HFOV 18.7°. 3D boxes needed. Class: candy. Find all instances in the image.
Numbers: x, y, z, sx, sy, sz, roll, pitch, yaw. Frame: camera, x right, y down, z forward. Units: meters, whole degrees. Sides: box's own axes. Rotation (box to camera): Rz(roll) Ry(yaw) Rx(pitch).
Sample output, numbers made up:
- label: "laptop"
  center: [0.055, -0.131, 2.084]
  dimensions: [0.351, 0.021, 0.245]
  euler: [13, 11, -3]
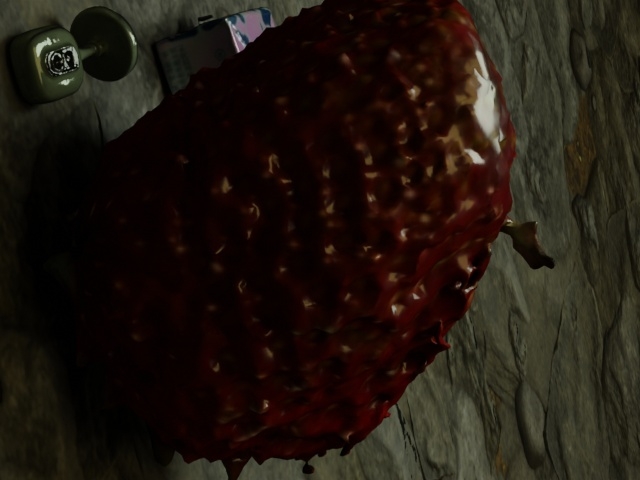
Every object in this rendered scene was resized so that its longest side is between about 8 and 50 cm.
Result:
- label: "candy"
  center: [-0.062, -0.096, 1.500]
  dimensions: [0.092, 0.073, 0.160]
  euler: [-41, 119, -65]

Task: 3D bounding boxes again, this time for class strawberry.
- label: "strawberry"
  center: [0.002, 0.001, 1.279]
  dimensions: [0.292, 0.343, 0.292]
  euler: [25, 54, -40]

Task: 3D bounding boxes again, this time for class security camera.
- label: "security camera"
  center: [-0.169, -0.121, 1.303]
  dimensions: [0.092, 0.058, 0.058]
  euler: [-39, 117, -54]
